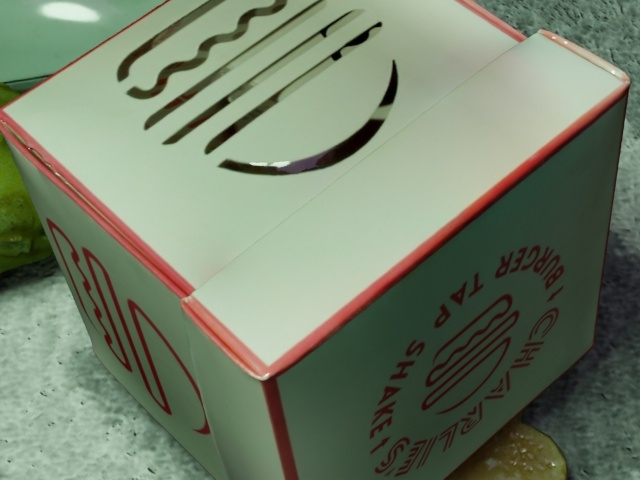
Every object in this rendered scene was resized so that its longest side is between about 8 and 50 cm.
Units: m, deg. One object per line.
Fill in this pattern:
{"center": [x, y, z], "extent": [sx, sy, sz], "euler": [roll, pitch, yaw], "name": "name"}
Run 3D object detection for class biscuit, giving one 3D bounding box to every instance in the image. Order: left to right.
{"center": [0.065, 0.169, 1.035], "extent": [0.234, 0.030, 0.153], "euler": [-19, 59, -6], "name": "biscuit"}

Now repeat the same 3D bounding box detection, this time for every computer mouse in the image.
{"center": [-0.274, -0.218, 1.218], "extent": [0.288, 0.097, 0.159], "euler": [-2, 65, 1], "name": "computer mouse"}

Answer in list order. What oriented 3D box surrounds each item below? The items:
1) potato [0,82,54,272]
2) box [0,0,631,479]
{"center": [-0.317, -0.059, 1.108], "extent": [0.253, 0.148, 0.186], "euler": [6, 66, 5], "name": "potato"}
{"center": [0.000, 0.000, 0.944], "extent": [0.314, 0.312, 0.300], "euler": [-38, 58, -20], "name": "box"}
